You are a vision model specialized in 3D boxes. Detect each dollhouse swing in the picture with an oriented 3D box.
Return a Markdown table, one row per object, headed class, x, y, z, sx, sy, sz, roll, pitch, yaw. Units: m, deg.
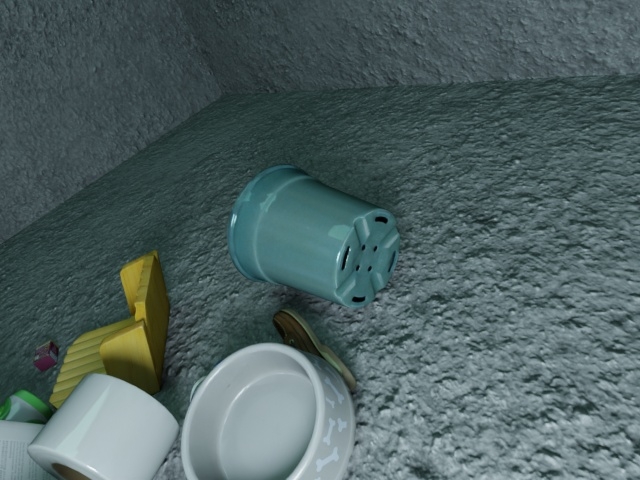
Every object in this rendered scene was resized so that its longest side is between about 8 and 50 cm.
| class | x | y | z | sx | sy | sz | roll | pitch | yaw |
| --- | --- | --- | --- | --- | --- | --- | --- | --- | --- |
| dollhouse swing | -0.589 | 0.244 | 1.360 | 0.305 | 0.315 | 0.346 | -6 | 33 | -7 |

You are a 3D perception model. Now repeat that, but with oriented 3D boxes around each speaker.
| class | x | y | z | sx | sy | sz | roll | pitch | yaw |
| --- | --- | --- | --- | --- | --- | --- | --- | --- | --- |
| speaker | -0.824 | 0.525 | 1.245 | 0.131 | 0.131 | 0.296 | 2 | 41 | 35 |

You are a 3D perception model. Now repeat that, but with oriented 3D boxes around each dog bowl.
| class | x | y | z | sx | sy | sz | roll | pitch | yaw |
| --- | --- | --- | --- | --- | --- | --- | --- | --- | --- |
| dog bowl | -0.112 | 0.354 | 0.950 | 0.349 | 0.102 | 0.348 | -16 | 49 | 20 |

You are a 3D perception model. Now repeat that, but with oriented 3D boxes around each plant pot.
| class | x | y | z | sx | sy | sz | roll | pitch | yaw |
| --- | --- | --- | --- | --- | --- | --- | --- | --- | --- |
| plant pot | 0.000 | 0.000 | 1.286 | 0.334 | 0.341 | 0.341 | 20 | 53 | 38 |

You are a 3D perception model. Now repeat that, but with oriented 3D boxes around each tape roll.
| class | x | y | z | sx | sy | sz | roll | pitch | yaw |
| --- | --- | --- | --- | --- | --- | --- | --- | --- | --- |
| tape roll | -0.441 | 0.417 | 1.034 | 0.246 | 0.246 | 0.169 | -5 | 38 | 29 |

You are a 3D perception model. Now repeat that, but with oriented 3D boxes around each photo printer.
| class | x | y | z | sx | sy | sz | roll | pitch | yaw |
| --- | --- | --- | --- | --- | --- | --- | --- | --- | --- |
| photo printer | -0.670 | 0.495 | 1.030 | 0.107 | 0.308 | 0.256 | -49 | 42 | 16 |

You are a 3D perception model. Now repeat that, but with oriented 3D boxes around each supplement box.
| class | x | y | z | sx | sy | sz | roll | pitch | yaw |
| --- | --- | --- | --- | --- | --- | --- | --- | --- | --- |
| supplement box | -0.867 | 0.363 | 1.580 | 0.055 | 0.043 | 0.083 | -29 | 32 | -7 |

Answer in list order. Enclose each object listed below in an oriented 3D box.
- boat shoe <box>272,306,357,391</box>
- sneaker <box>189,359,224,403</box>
| class | x | y | z | sx | sy | sz | roll | pitch | yaw |
| --- | --- | --- | --- | --- | --- | --- | --- | --- | --- |
| boat shoe | -0.048 | 0.255 | 1.124 | 0.104 | 0.110 | 0.307 | -34 | 33 | -16 |
| sneaker | -0.254 | 0.344 | 1.192 | 0.058 | 0.052 | 0.135 | 12 | 48 | 38 |
